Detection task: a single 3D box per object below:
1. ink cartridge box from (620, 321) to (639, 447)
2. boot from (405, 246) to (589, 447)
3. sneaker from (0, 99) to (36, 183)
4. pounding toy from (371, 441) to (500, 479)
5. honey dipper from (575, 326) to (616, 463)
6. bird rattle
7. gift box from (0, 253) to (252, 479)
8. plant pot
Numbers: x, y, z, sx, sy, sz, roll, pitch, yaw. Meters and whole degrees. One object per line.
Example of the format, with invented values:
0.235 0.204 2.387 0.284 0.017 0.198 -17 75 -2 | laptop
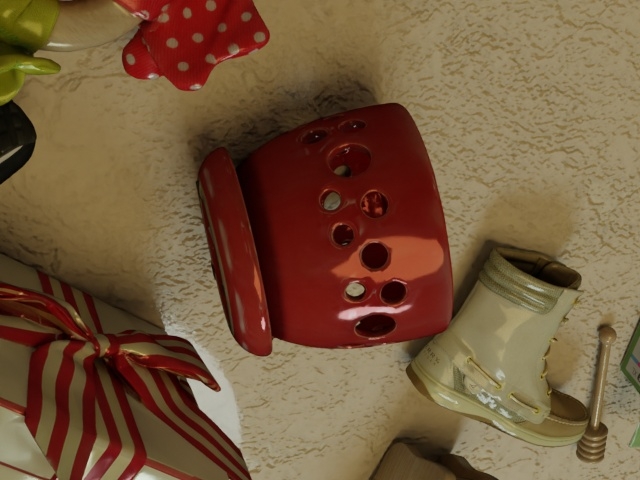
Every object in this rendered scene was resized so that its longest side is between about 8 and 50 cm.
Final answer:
0.376 0.108 1.436 0.109 0.062 0.209 2 121 -23 | ink cartridge box
0.206 0.102 1.355 0.213 0.077 0.165 22 110 -29 | boot
-0.332 -0.012 1.062 0.283 0.107 0.124 -26 143 -1 | sneaker
0.052 0.320 1.387 0.155 0.154 0.269 17 114 -30 | pounding toy
0.282 0.157 1.453 0.030 0.030 0.161 -10 122 -16 | honey dipper
-0.164 -0.192 0.984 0.253 0.143 0.207 -14 109 -17 | bird rattle
-0.219 0.176 1.113 0.255 0.276 0.258 27 107 -39 | gift box
0.000 0.000 1.133 0.174 0.191 0.191 -14 126 -7 | plant pot
